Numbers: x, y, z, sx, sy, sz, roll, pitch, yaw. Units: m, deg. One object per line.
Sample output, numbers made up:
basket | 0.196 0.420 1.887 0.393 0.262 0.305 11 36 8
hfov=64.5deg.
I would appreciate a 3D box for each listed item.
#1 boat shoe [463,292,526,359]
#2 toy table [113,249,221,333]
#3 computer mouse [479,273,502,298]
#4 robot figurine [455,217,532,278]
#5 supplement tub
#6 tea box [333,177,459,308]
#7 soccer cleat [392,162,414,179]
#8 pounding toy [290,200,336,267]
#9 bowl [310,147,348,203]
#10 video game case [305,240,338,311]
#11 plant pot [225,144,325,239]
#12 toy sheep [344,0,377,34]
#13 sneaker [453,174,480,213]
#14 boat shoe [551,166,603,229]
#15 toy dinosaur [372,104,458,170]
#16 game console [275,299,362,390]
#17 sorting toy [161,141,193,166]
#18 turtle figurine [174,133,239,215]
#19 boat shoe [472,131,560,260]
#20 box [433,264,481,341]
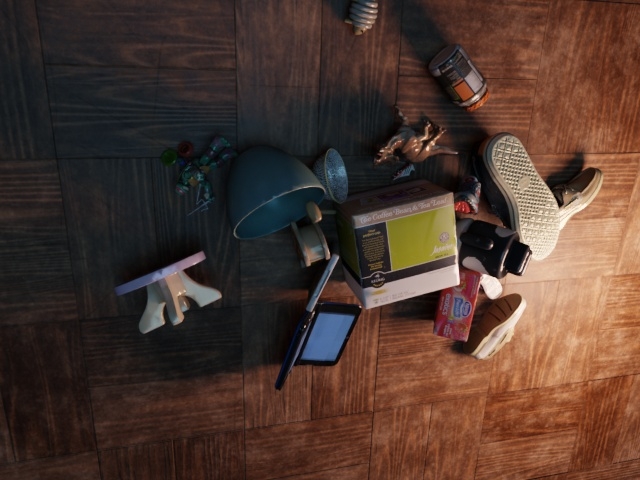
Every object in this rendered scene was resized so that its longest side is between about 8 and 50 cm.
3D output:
boat shoe | 0.678 0.330 1.933 0.103 0.113 0.302 30 109 -23
toy table | -0.448 0.154 1.510 0.274 0.252 0.161 -23 96 4
computer mouse | 0.604 0.136 1.879 0.106 0.042 0.193 -37 108 -6
robot figurine | 0.555 0.029 1.704 0.173 0.278 0.209 -43 141 -34
supplement tub | 0.433 -0.501 1.571 0.117 0.117 0.190 -45 114 3
tea box | 0.242 0.002 1.636 0.329 0.220 0.323 -13 112 -11
soccer cleat | 0.274 -0.222 1.672 0.083 0.029 0.035 -40 109 -4
pounding toy | 0.000 0.000 1.555 0.155 0.269 0.154 -18 68 -8
bowl | 0.016 -0.192 1.564 0.080 0.170 0.170 -9 115 25
video game case | 0.007 0.108 1.616 0.023 0.212 0.193 26 101 -3
plant pot | -0.158 -0.158 1.470 0.290 0.290 0.195 -27 77 -5
toy sheep | 0.121 -0.657 1.451 0.091 0.091 0.132 4 126 -16
sneaker | 0.468 -0.155 1.656 0.104 0.262 0.125 10 93 17
boat shoe | 0.880 -0.151 1.820 0.098 0.109 0.302 36 102 -24
toy dinosaur | 0.283 -0.293 1.606 0.296 0.127 0.200 13 112 -31
game console | -0.005 0.356 1.694 0.173 0.250 0.293 22 118 5
sorting toy | -0.409 -0.243 1.476 0.102 0.042 0.061 -27 74 5
turtle figurine | -0.342 -0.188 1.458 0.118 0.175 0.234 39 85 4
boat shoe | 0.666 -0.148 1.732 0.187 0.156 0.500 -37 111 -7
box | 0.484 0.211 1.803 0.123 0.128 0.256 10 107 11
